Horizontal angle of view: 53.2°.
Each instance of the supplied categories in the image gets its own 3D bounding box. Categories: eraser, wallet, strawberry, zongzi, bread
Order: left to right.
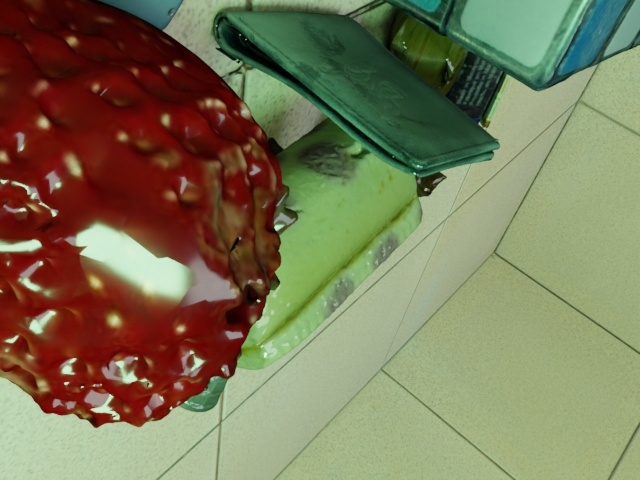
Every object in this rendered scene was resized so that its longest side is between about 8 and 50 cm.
[{"bbox_3d":[-0.198,-0.041,0.470,0.345,0.295,0.317,34,55,-46],"label":"strawberry"},{"bbox_3d":[-0.026,-0.013,0.780,0.338,0.155,0.187,-42,128,-35],"label":"bread"},{"bbox_3d":[0.052,-0.172,0.732,0.251,0.290,0.054,-21,150,-52],"label":"wallet"},{"bbox_3d":[0.180,-0.344,1.018,0.260,0.123,0.289,105,4,-74],"label":"zongzi"},{"bbox_3d":[0.252,-0.307,1.117,0.101,0.155,0.332,3,136,-12],"label":"eraser"}]

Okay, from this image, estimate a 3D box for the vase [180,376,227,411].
[{"bbox_3d":[-0.146,0.140,1.047,0.299,0.143,0.143,-56,160,17],"label":"vase"}]

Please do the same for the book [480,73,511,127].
[{"bbox_3d":[0.320,-0.391,1.113,0.018,0.228,0.322,5,137,-11],"label":"book"}]

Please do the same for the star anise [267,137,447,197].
[{"bbox_3d":[0.054,-0.109,1.020,0.346,0.237,0.148,9,90,-45],"label":"star anise"}]

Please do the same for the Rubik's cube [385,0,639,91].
[{"bbox_3d":[0.221,-0.400,0.624,0.362,0.363,0.359,-35,152,-42],"label":"Rubik's cube"}]

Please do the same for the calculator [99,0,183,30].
[{"bbox_3d":[-0.164,-0.241,0.507,0.121,0.039,0.210,-57,160,15],"label":"calculator"}]
